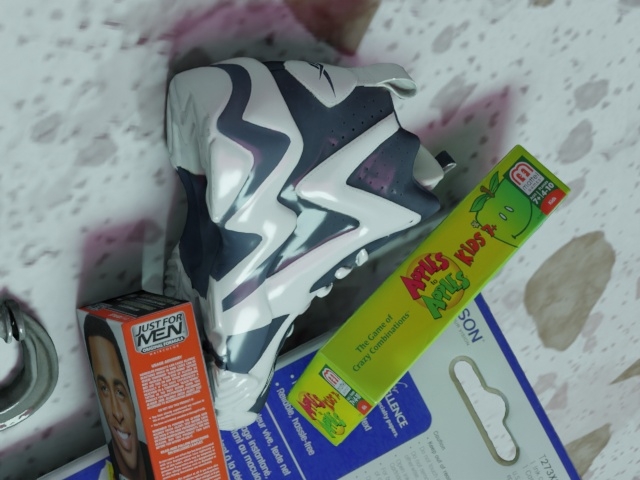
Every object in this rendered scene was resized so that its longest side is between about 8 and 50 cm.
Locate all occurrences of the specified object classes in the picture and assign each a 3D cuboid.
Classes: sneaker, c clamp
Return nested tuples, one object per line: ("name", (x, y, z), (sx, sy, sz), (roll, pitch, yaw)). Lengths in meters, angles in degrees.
("sneaker", (0.000, 0.000, 0.749), (0.153, 0.094, 0.235), (-13, 127, -19))
("c clamp", (-0.206, 0.072, 0.707), (0.161, 0.022, 0.137), (-15, 137, -29))

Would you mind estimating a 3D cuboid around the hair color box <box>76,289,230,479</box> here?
("hair color box", (-0.086, 0.101, 0.745), (0.043, 0.072, 0.141), (-16, 100, -27))

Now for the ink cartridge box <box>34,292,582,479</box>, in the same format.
("ink cartridge box", (-0.033, 0.172, 0.834), (0.371, 0.175, 0.069), (-26, 174, -16))

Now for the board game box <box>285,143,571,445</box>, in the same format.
("board game box", (0.062, 0.031, 0.808), (0.181, 0.043, 0.092), (-44, 174, -25))
